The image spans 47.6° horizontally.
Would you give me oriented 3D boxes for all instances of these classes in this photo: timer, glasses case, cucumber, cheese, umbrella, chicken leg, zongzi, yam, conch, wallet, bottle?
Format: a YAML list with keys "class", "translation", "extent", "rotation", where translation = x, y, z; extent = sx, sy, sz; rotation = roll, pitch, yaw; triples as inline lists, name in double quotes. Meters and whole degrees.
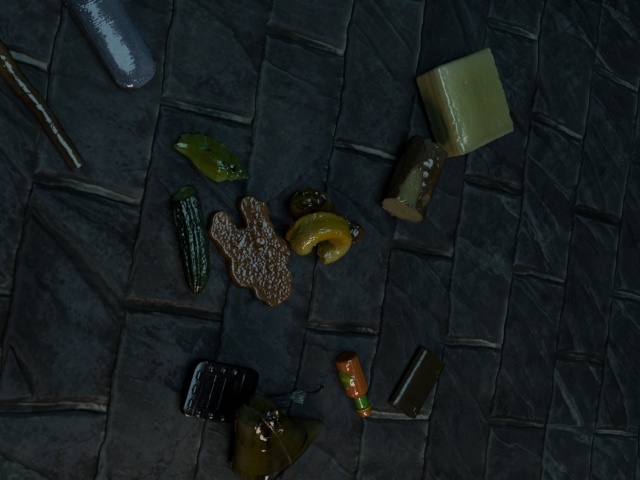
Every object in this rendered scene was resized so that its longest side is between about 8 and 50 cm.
- class: "timer"
  translation: [-0.254, 0.378, 1.822]
  extent: [0.187, 0.055, 0.144]
  rotation: [20, 84, -34]
- class: "glasses case"
  translation: [-0.480, -0.480, 1.657]
  extent: [0.109, 0.067, 0.282]
  rotation: [-37, 111, -22]
- class: "cucumber"
  translation: [-0.310, -0.001, 1.770]
  extent: [0.077, 0.077, 0.265]
  rotation: [-15, 101, -30]
- class: "cheese"
  translation: [0.434, -0.412, 2.169]
  extent: [0.243, 0.124, 0.265]
  rotation: [-27, 104, -31]
- class: "umbrella"
  translation: [-0.097, 0.421, 1.914]
  extent: [0.269, 0.044, 0.044]
  rotation: [-4, 132, -38]
- class: "chicken leg"
  translation: [0.020, -0.064, 1.961]
  extent: [0.251, 0.087, 0.107]
  rotation: [29, 109, -35]
- class: "zongzi"
  translation: [-0.086, 0.458, 1.841]
  extent: [0.300, 0.145, 0.273]
  rotation: [-27, 140, -35]
- class: "yam"
  translation: [-0.625, -0.297, 1.589]
  extent: [0.045, 0.045, 0.326]
  rotation: [-32, 109, -3]
- class: "conch"
  translation: [-0.262, -0.201, 1.795]
  extent: [0.201, 0.079, 0.095]
  rotation: [41, 52, -16]
- class: "wallet"
  translation: [0.288, 0.423, 2.155]
  extent: [0.110, 0.031, 0.198]
  rotation: [42, 72, -25]
- class: "bottle"
  translation: [0.099, 0.404, 2.021]
  extent: [0.069, 0.069, 0.187]
  rotation: [-27, 104, -27]
- class: "yam"
  translation: [0.274, -0.181, 2.076]
  extent: [0.129, 0.128, 0.238]
  rotation: [31, 76, -26]

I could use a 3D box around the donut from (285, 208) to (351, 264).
- class: "donut"
  translation: [0.009, -0.006, 1.902]
  extent: [0.146, 0.078, 0.181]
  rotation: [-40, 136, 21]

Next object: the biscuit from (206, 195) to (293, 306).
- class: "biscuit"
  translation: [-0.169, 0.034, 1.869]
  extent: [0.186, 0.044, 0.295]
  rotation: [-29, 104, -23]
